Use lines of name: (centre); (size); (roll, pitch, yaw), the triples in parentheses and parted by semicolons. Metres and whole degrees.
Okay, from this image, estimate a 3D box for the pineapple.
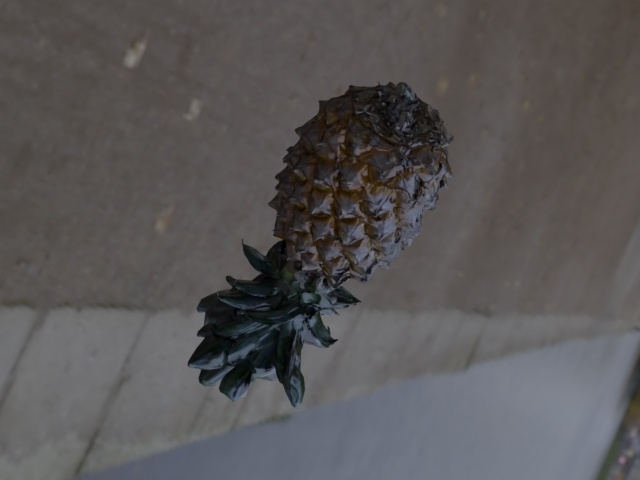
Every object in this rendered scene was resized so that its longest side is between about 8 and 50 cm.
pineapple: (0.000, 0.001, 0.791); (0.221, 0.083, 0.103); (-58, -178, 41)
